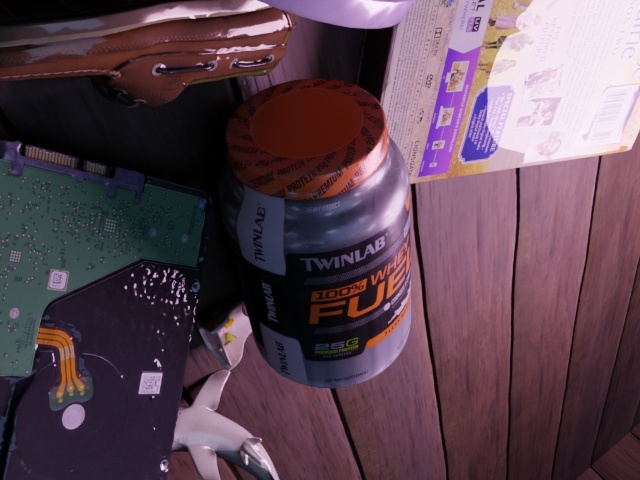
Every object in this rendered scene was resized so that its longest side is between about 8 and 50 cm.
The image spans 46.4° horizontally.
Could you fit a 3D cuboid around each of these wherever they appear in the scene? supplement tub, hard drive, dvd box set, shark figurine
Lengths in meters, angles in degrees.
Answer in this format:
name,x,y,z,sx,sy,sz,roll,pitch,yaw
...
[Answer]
name,x,y,z,sx,sy,sz,roll,pitch,yaw
supplement tub,0.000,0.000,0.800,0.194,0.193,0.316,-31,140,-20
hard drive,-0.225,0.098,0.662,0.237,0.064,0.338,12,87,-49
dvd box set,0.244,-0.224,0.872,0.421,0.062,0.307,-11,131,-23
shark figurine,-0.130,0.292,1.000,0.116,0.278,0.166,-33,-160,53

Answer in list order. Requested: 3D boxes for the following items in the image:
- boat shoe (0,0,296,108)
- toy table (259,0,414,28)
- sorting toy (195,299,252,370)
name,x,y,z,sx,sy,sz,roll,pitch,yaw
boat shoe,-0.145,-0.153,0.589,0.307,0.111,0.104,-19,134,-31
toy table,0.005,-0.272,0.536,0.274,0.252,0.161,-15,150,-50
sorting toy,-0.108,0.105,0.921,0.075,0.045,0.083,-38,142,-22
